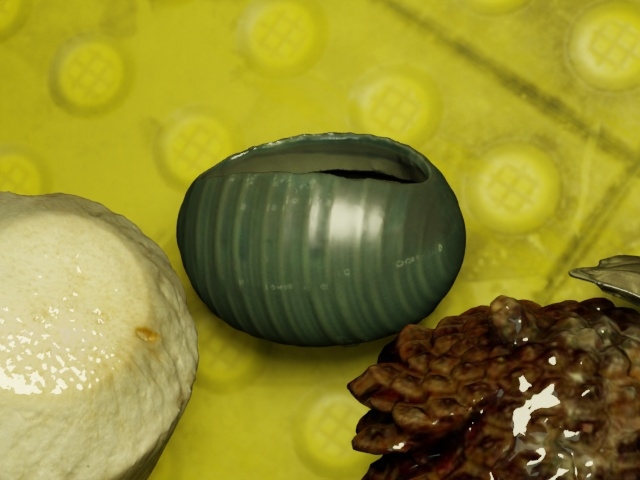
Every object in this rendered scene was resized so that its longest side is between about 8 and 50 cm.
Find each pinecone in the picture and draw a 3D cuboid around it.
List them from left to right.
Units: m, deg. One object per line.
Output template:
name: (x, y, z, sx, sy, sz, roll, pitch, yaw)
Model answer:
pinecone: (0.181, 0.180, 1.354, 0.298, 0.242, 0.295, -15, 82, -3)

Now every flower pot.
flower pot: (0.000, 0.000, 1.458, 0.243, 0.189, 0.157, 0, 108, 27)

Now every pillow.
pillow: (0.266, 0.036, 1.383, 0.130, 0.217, 0.033, 17, 98, 14)

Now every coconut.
coconut: (-0.256, 0.119, 1.450, 0.329, 0.329, 0.328, -3, 78, 12)
